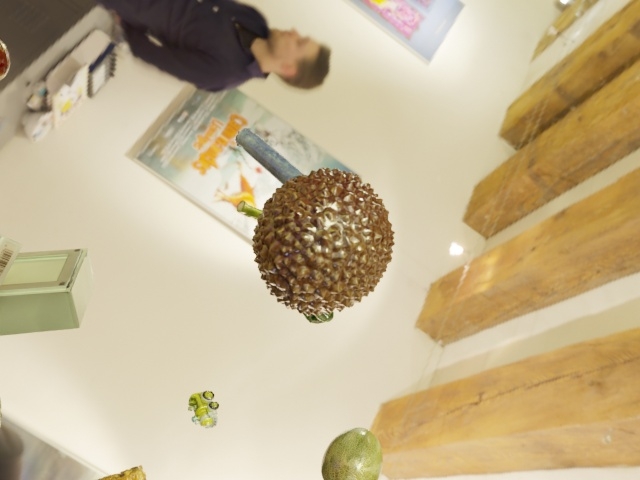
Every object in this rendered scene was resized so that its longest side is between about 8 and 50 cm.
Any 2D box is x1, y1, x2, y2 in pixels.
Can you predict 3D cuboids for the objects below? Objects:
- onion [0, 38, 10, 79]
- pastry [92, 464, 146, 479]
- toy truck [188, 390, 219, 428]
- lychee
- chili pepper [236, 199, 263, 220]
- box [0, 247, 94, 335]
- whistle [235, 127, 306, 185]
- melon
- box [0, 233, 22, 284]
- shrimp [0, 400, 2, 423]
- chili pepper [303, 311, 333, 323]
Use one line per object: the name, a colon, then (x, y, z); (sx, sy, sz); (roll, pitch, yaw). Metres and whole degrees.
onion: (-0.613, -0.325, 1.095); (0.117, 0.119, 0.118); (-5, 151, -36)
pastry: (-0.389, 0.468, 1.151); (0.056, 0.140, 0.080); (-116, -166, -54)
toy truck: (-0.335, 0.484, 1.754); (0.111, 0.076, 0.076); (50, -49, 47)
lychee: (0.000, 0.000, 1.082); (0.268, 0.267, 0.267); (-54, -172, 11)
chili pepper: (-0.146, -0.074, 1.785); (0.052, 0.201, 0.050); (-49, -136, 41)
box: (-0.696, 0.119, 1.520); (0.225, 0.224, 0.118); (-112, -161, -64)
whistle: (-0.122, -0.203, 1.622); (0.062, 0.304, 0.062); (-27, 140, -26)
melon: (0.072, 0.517, 1.426); (0.139, 0.139, 0.192); (-50, 178, 35)
box: (-0.774, 0.083, 1.336); (0.243, 0.155, 0.067); (-64, 156, -9)
shrimp: (-0.852, 0.334, 1.318); (0.071, 0.365, 0.233); (-28, -159, 48)
chili pepper: (-0.025, 0.148, 1.501); (0.050, 0.182, 0.073); (-26, -150, 15)
